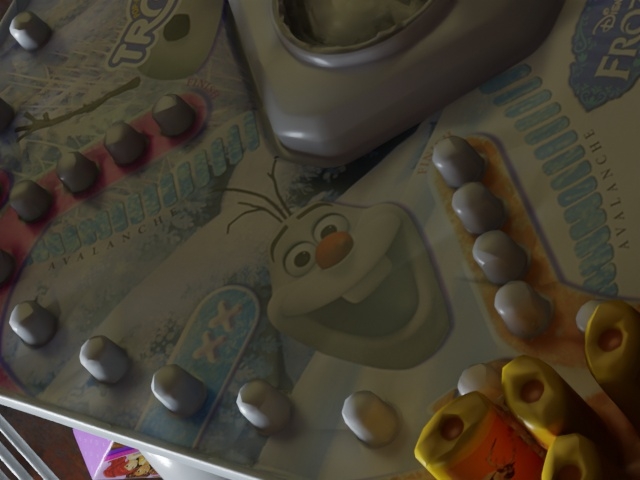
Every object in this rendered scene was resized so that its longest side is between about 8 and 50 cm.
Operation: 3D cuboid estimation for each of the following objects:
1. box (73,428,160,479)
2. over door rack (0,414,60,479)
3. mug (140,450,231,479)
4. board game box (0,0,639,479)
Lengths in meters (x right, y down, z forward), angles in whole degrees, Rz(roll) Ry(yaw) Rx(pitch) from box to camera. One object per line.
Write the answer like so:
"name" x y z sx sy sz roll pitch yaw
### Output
"box" -0.027 0.102 1.394 0.293 0.057 0.201 2 -48 -35
"over door rack" -0.194 0.226 0.785 0.324 0.239 0.108 -42 -8 -8
"mug" 0.000 0.000 0.898 0.276 0.328 0.374 -41 28 37
"board game box" 0.017 -0.101 0.653 0.050 0.390 0.390 47 -117 -47
